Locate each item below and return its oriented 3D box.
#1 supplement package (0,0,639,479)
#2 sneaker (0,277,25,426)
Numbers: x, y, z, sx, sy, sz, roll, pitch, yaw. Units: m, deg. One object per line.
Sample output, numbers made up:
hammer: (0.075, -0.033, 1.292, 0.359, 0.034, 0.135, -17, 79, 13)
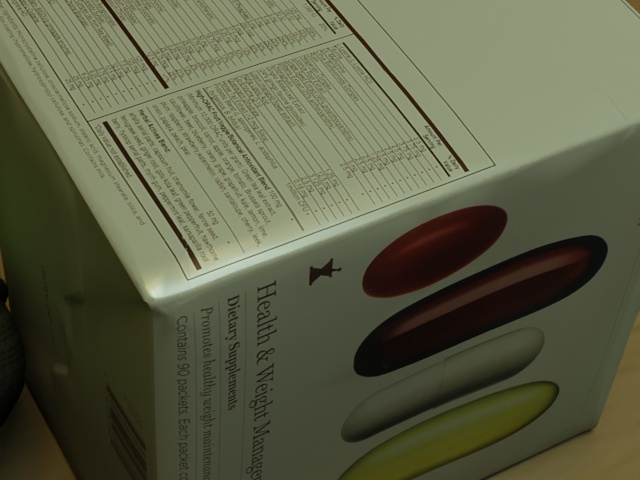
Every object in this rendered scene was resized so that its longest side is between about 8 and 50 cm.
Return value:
supplement package: (0.000, 0.000, 0.542, 0.203, 0.194, 0.149, -21, 53, -22)
sneaker: (-0.172, 0.181, 0.403, 0.202, 0.185, 0.483, 45, 29, -23)
